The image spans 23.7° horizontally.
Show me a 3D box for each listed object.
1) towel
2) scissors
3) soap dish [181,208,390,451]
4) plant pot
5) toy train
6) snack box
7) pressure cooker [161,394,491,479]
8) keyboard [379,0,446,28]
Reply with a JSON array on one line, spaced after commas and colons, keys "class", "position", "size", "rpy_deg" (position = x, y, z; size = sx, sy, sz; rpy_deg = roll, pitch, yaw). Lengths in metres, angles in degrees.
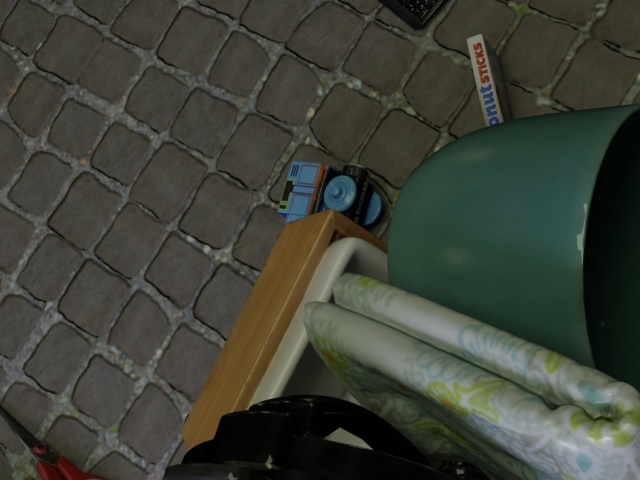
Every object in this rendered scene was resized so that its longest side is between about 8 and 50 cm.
[{"class": "towel", "position": [0.181, 0.186, 1.365], "size": [0.374, 0.320, 0.090], "rpy_deg": [21, 69, 44]}, {"class": "scissors", "position": [-0.309, 0.256, 1.773], "size": [0.297, 0.109, 0.021], "rpy_deg": [47, 134, 51]}, {"class": "soap dish", "position": [0.001, 0.136, 1.568], "size": [0.118, 0.229, 0.291], "rpy_deg": [19, 80, 46]}, {"class": "plant pot", "position": [0.208, 0.012, 1.479], "size": [0.235, 0.293, 0.293], "rpy_deg": [4, 74, 34]}, {"class": "toy train", "position": [0.000, 0.000, 1.696], "size": [0.105, 0.080, 0.184], "rpy_deg": [6, 77, 37]}, {"class": "snack box", "position": [0.193, -0.133, 1.656], "size": [0.022, 0.064, 0.178], "rpy_deg": [-17, 65, 17]}, {"class": "pressure cooker", "position": [0.009, 0.355, 1.326], "size": [0.375, 0.370, 0.420], "rpy_deg": [16, 63, -1]}, {"class": "keyboard", "position": [0.082, -0.338, 1.799], "size": [0.100, 0.038, 0.192], "rpy_deg": [-48, 60, 3]}]
